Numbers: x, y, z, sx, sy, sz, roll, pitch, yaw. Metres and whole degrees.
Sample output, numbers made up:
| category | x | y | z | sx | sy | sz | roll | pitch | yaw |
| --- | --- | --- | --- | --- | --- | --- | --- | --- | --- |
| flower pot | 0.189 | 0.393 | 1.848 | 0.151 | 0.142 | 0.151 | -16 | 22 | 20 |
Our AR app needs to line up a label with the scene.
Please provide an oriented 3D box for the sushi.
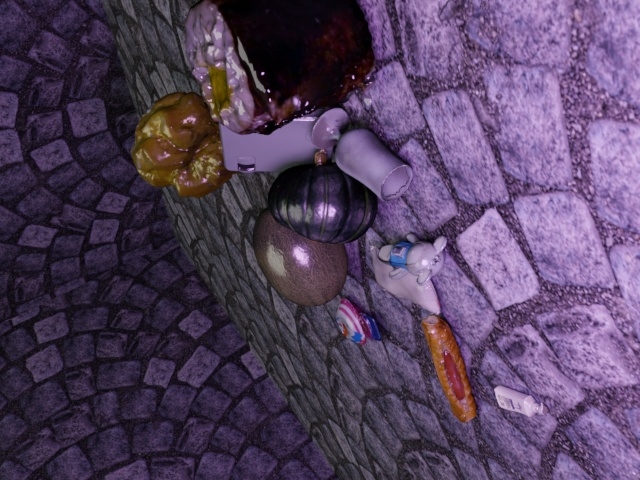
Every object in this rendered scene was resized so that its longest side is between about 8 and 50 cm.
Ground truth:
| category | x | y | z | sx | sy | sz | roll | pitch | yaw |
| --- | --- | --- | --- | --- | --- | --- | --- | --- | --- |
| sushi | -0.076 | -0.360 | 1.324 | 0.299 | 0.294 | 0.281 | 31 | 140 | 55 |

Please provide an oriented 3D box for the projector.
| category | x | y | z | sx | sy | sz | roll | pitch | yaw |
| --- | --- | --- | --- | --- | --- | --- | --- | --- | --- |
| projector | -0.099 | -0.249 | 1.604 | 0.192 | 0.256 | 0.099 | 92 | 178 | -55 |

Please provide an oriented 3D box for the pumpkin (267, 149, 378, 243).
| category | x | y | z | sx | sy | sz | roll | pitch | yaw |
| --- | --- | --- | --- | --- | --- | --- | --- | --- | --- |
| pumpkin | 0.005 | -0.098 | 1.562 | 0.250 | 0.250 | 0.216 | -170 | 74 | -67 |

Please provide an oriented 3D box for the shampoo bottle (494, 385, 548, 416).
| category | x | y | z | sx | sy | sz | roll | pitch | yaw |
| --- | --- | --- | --- | --- | --- | --- | --- | --- | --- |
| shampoo bottle | 0.406 | 0.328 | 1.398 | 0.141 | 0.034 | 0.049 | 1 | 109 | 68 |

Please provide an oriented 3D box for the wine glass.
| category | x | y | z | sx | sy | sz | roll | pitch | yaw |
| --- | --- | --- | --- | --- | --- | --- | --- | --- | --- |
| wine glass | 0.086 | -0.177 | 1.442 | 0.231 | 0.103 | 0.103 | 45 | 154 | 36 |

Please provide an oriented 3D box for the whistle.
| category | x | y | z | sx | sy | sz | roll | pitch | yaw |
| --- | --- | --- | --- | --- | --- | --- | --- | --- | --- |
| whistle | 0.191 | 0.038 | 1.478 | 0.077 | 0.114 | 0.235 | 27 | 172 | -21 |

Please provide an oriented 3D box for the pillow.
| category | x | y | z | sx | sy | sz | roll | pitch | yaw |
| --- | --- | --- | --- | --- | --- | --- | --- | --- | --- |
| pillow | 0.190 | 0.089 | 1.608 | 0.229 | 0.051 | 0.128 | 25 | 140 | 58 |

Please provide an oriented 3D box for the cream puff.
| category | x | y | z | sx | sy | sz | roll | pitch | yaw |
| --- | --- | --- | --- | --- | --- | --- | --- | --- | --- |
| cream puff | -0.404 | -0.292 | 2.244 | 0.275 | 0.378 | 0.378 | 48 | 156 | 35 |

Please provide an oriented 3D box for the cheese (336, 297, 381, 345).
| category | x | y | z | sx | sy | sz | roll | pitch | yaw |
| --- | --- | --- | --- | --- | --- | --- | --- | --- | --- |
| cheese | 0.106 | 0.241 | 2.014 | 0.244 | 0.062 | 0.155 | 7 | 120 | 67 |

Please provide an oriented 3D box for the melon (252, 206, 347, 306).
| category | x | y | z | sx | sy | sz | roll | pitch | yaw |
| --- | --- | --- | --- | --- | --- | --- | --- | --- | --- |
| melon | -0.054 | 0.035 | 1.879 | 0.302 | 0.237 | 0.237 | 63 | 161 | -5 |

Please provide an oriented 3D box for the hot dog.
| category | x | y | z | sx | sy | sz | roll | pitch | yaw |
| --- | --- | --- | --- | --- | --- | --- | --- | --- | --- |
| hot dog | 0.298 | 0.294 | 1.586 | 0.083 | 0.068 | 0.289 | -103 | -9 | -66 |
